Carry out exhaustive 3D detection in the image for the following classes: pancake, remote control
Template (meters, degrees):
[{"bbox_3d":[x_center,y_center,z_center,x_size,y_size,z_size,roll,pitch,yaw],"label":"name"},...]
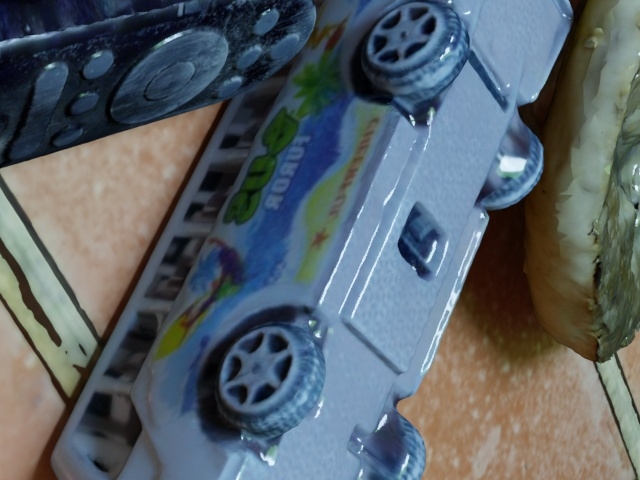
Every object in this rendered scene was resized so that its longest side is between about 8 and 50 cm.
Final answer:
[{"bbox_3d":[0.221,-0.112,0.762,0.387,0.082,0.387,-46,151,-36],"label":"pancake"},{"bbox_3d":[-0.115,-0.071,0.493,0.266,0.066,0.090,-24,154,-40],"label":"remote control"}]

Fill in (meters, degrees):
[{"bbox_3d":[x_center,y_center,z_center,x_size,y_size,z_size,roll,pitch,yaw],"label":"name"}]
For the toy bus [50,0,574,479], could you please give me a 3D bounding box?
[{"bbox_3d":[0.000,0.000,0.573,0.109,0.136,0.330,44,63,-43],"label":"toy bus"}]
